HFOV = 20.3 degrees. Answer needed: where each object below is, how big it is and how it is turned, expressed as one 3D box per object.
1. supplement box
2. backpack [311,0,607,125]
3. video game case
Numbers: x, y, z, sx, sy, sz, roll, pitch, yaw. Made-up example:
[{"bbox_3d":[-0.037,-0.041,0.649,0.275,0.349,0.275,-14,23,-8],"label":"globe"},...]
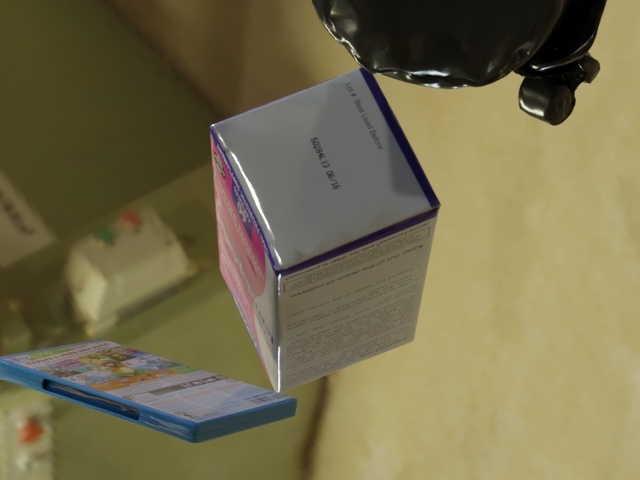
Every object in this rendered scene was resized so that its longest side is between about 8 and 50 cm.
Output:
[{"bbox_3d":[0.000,0.000,1.178,0.220,0.114,0.111,90,156,-65],"label":"supplement box"},{"bbox_3d":[0.051,-0.131,0.574,0.115,0.182,0.152,12,107,11],"label":"backpack"},{"bbox_3d":[-0.116,0.097,1.181,0.166,0.119,0.015,15,101,29],"label":"video game case"}]
